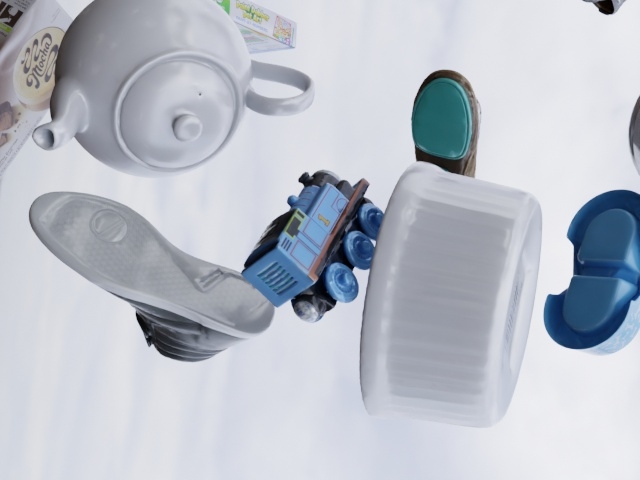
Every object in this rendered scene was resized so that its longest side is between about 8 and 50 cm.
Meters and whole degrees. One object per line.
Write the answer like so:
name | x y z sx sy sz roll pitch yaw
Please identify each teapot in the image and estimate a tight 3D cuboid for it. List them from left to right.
teapot | -0.175 -0.170 1.261 0.256 0.252 0.187 -47 -139 5

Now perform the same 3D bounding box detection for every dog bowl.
dog bowl | 0.489 0.060 1.840 0.165 0.074 0.297 2 -113 48

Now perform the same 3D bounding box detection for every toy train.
toy train | 0.000 0.000 1.080 0.080 0.105 0.184 -33 -161 41

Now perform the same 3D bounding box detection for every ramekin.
ramekin | 0.144 0.062 1.131 0.277 0.135 0.277 9 90 -72

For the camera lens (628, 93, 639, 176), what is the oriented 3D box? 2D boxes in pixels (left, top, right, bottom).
camera lens | 0.517 -0.110 1.314 0.274 0.219 0.220 -103 -155 -67

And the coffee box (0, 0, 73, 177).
coffee box | -0.492 -0.233 1.597 0.297 0.118 0.168 -57 157 -10

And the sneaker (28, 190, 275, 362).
sneaker | -0.210 0.055 1.243 0.147 0.295 0.105 -46 -160 52

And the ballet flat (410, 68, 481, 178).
ballet flat | 0.215 -0.152 1.743 0.124 0.116 0.343 -50 147 -39

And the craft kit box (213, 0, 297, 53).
craft kit box | -0.213 -0.386 1.935 0.249 0.246 0.061 0 -94 35

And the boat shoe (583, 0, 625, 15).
boat shoe | 0.443 -0.413 1.717 0.084 0.233 0.079 44 -72 23
